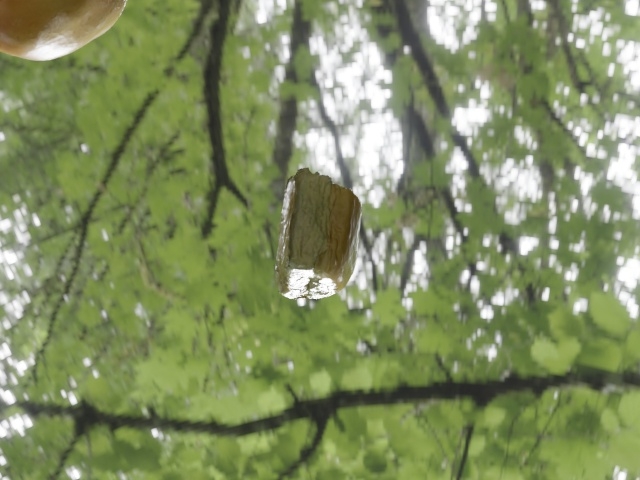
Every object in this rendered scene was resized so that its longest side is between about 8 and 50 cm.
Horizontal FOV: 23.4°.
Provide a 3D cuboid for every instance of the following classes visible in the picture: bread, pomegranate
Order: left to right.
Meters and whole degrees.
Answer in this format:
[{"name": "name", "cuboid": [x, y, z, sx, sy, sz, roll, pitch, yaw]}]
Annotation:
[{"name": "pomegranate", "cuboid": [-0.291, -0.291, 1.616, 0.209, 0.209, 0.209, -2, -121, 3]}, {"name": "bread", "cuboid": [-0.001, 0.000, 1.493, 0.082, 0.125, 0.106, 2, -110, -5]}]
